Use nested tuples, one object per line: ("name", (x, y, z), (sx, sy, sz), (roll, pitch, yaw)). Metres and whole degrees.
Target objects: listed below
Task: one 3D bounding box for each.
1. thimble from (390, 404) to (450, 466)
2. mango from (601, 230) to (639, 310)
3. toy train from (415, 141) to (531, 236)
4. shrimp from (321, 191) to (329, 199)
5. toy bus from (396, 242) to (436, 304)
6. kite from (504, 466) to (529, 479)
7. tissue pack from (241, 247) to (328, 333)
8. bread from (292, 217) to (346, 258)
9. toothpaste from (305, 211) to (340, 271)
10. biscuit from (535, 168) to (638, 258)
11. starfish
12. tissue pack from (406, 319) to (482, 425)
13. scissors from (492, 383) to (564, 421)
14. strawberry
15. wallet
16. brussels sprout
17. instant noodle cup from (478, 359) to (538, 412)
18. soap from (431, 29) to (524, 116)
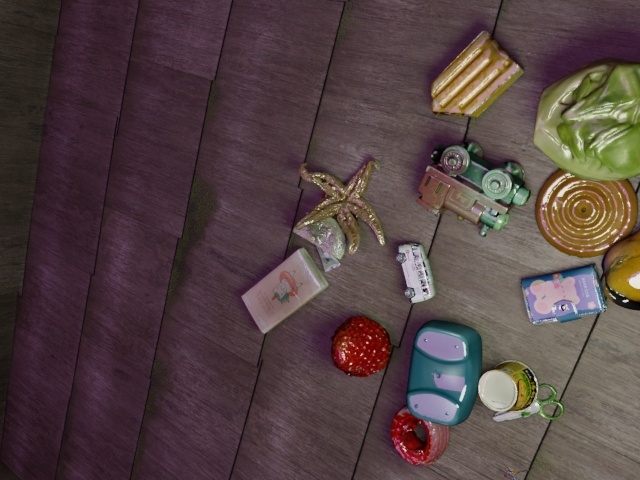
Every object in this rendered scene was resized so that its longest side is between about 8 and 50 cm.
("thimble", (0.312, 0.593, 1.807), (0.163, 0.125, 0.189), (0, 95, 34))
("mango", (0.845, 0.068, 1.418), (0.287, 0.153, 0.201), (-5, 95, 32))
("toy train", (0.438, -0.148, 1.662), (0.304, 0.150, 0.221), (33, 121, 23))
("shrimp", (0.054, -0.136, 1.956), (0.083, 0.023, 0.114), (-45, 73, 22))
("toy bus", (0.299, 0.097, 1.794), (0.089, 0.087, 0.193), (-15, 86, 24))
("kite", (0.585, 0.699, 1.721), (0.078, 0.002, 0.044), (-5, 92, 32))
("tissue pack", (-0.134, 0.183, 2.070), (0.325, 0.071, 0.170), (-39, 77, 28))
("bread", (0.012, -0.029, 1.956), (0.193, 0.036, 0.112), (32, 93, 6))
("toothpaste", (0.000, 0.000, 1.994), (0.064, 0.041, 0.218), (-26, 84, 20))
("biscuit", (0.711, -0.081, 1.554), (0.262, 0.037, 0.261), (3, 96, 30))
("starfish", (0.079, -0.132, 1.892), (0.375, 0.094, 0.327), (32, 96, 8))
("tissue pack", (0.369, 0.382, 1.696), (0.198, 0.206, 0.287), (6, 93, 29))
("scissors", (0.597, 0.488, 1.680), (0.204, 0.027, 0.101), (-28, 76, 29))
("strawberry", (0.107, 0.344, 1.838), (0.205, 0.244, 0.205), (0, 91, 31))
("wallet", (0.668, 0.154, 1.589), (0.202, 0.059, 0.141), (-17, 79, 29))
("brussels sprout", (0.702, -0.302, 1.421), (0.328, 0.247, 0.327), (-2, 85, 28))
("instant noodle cup", (0.527, 0.420, 1.647), (0.151, 0.122, 0.151), (-8, 78, 41))
("soap", (0.432, -0.451, 1.663), (0.257, 0.080, 0.160), (-44, 71, 27))
